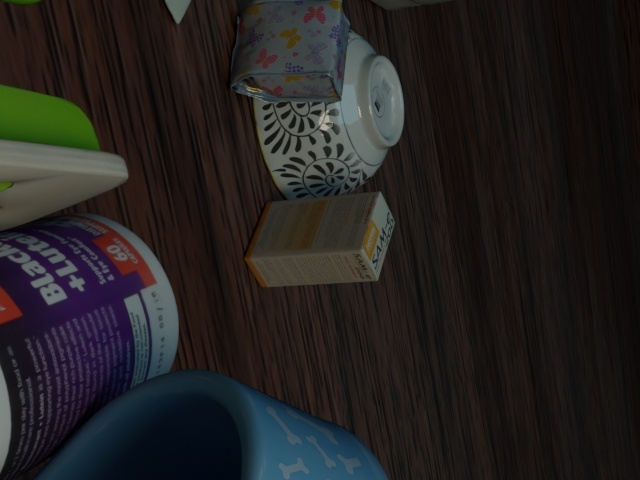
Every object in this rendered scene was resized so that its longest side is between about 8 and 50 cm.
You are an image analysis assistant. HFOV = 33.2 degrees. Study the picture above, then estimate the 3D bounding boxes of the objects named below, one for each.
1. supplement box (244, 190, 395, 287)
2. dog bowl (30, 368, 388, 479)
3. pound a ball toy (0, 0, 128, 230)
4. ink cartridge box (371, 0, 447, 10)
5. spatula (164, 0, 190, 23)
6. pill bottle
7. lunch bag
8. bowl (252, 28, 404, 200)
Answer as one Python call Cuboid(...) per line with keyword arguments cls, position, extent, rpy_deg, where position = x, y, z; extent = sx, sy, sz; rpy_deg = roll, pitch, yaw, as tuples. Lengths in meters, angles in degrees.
Cuboid(cls="supplement box", position=(0.000, 0.000, 0.807), extent=(0.036, 0.098, 0.062), rpy_deg=(62, 35, -40))
Cuboid(cls="dog bowl", position=(-0.102, 0.175, 0.426), extent=(0.297, 0.166, 0.074), rpy_deg=(-47, 124, -4))
Cuboid(cls="pound a ball toy", position=(-0.204, -0.106, 0.389), extent=(0.319, 0.135, 0.208), rpy_deg=(-3, 78, -63))
Cuboid(cls="ink cartridge box", position=(0.103, -0.371, 0.961), extent=(0.198, 0.197, 0.270), rpy_deg=(6, 81, -63))
Cuboid(cls="spatula", position=(-0.097, -0.293, 0.748), extent=(0.168, 0.019, 0.242), rpy_deg=(58, 38, -42))
Cuboid(cls="pill bottle", position=(-0.156, 0.056, 0.473), extent=(0.193, 0.108, 0.108), rpy_deg=(-26, 110, -62))
Cuboid(cls="lunch bag", position=(-0.024, -0.142, 0.801), extent=(0.053, 0.083, 0.071), rpy_deg=(63, 30, -66))
Cuboid(cls="bowl", position=(0.019, -0.110, 0.886), extent=(0.170, 0.080, 0.170), rpy_deg=(14, 75, -63))
